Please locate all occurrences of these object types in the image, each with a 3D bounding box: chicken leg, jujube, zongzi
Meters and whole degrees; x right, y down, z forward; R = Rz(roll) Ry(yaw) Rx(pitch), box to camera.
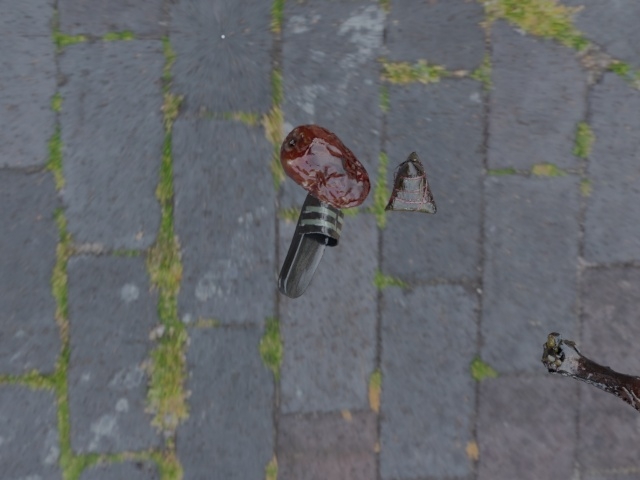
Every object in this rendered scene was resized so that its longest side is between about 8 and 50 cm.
[{"bbox_3d":[0.302,0.144,1.016,0.253,0.106,0.051,27,84,-5],"label":"chicken leg"},{"bbox_3d":[0.009,-0.088,1.483,0.129,0.077,0.077,35,95,-28],"label":"jujube"},{"bbox_3d":[0.117,-0.082,1.552,0.067,0.073,0.083,3,124,6],"label":"zongzi"}]

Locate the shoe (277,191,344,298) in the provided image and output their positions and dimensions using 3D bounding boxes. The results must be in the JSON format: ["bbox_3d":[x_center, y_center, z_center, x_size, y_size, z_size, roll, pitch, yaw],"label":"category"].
[{"bbox_3d":[0.000,0.000,1.692,0.071,0.049,0.179,25,86,-52],"label":"shoe"}]
